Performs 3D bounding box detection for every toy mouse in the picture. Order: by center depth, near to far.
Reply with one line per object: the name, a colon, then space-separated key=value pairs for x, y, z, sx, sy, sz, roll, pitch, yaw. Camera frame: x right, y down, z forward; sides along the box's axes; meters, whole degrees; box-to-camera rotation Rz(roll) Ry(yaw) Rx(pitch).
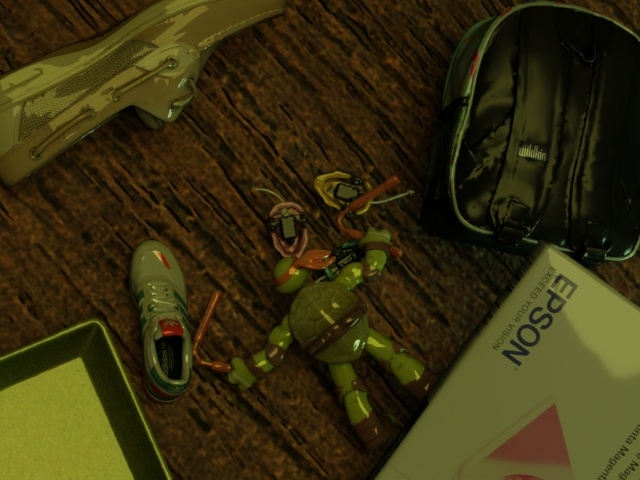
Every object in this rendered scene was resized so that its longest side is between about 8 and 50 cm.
toy mouse: x=0.000 y=0.000 z=1.894 sx=0.161 sy=0.031 sz=0.143 roll=14 pitch=86 yaw=-9

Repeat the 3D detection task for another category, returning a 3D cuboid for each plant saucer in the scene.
plant saucer: x=-0.257 y=0.193 z=1.763 sx=0.188 sy=0.045 sz=0.188 roll=-22 pitch=86 yaw=-21

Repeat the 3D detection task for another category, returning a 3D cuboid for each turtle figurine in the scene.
turtle figurine: x=0.028 y=0.082 z=1.836 sx=0.269 sy=0.087 sz=0.217 roll=-42 pitch=98 yaw=-8

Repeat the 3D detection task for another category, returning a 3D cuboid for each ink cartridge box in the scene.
ink cartridge box: x=0.251 y=0.222 z=1.792 sx=0.330 sy=0.071 sz=0.324 roll=35 pitch=95 yaw=-1

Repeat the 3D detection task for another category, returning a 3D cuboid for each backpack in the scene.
backpack: x=0.223 y=-0.109 z=1.904 sx=0.225 sy=0.191 sz=0.254 roll=12 pitch=86 yaw=-15

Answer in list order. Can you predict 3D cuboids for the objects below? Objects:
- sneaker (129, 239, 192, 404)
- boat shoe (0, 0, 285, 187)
sneaker: x=-0.147 y=0.074 z=1.809 sx=0.057 sy=0.075 sz=0.161 roll=-2 pitch=79 yaw=-18
boat shoe: x=-0.176 y=-0.160 z=1.838 sx=0.341 sy=0.121 sz=0.110 roll=-26 pitch=91 yaw=-11
